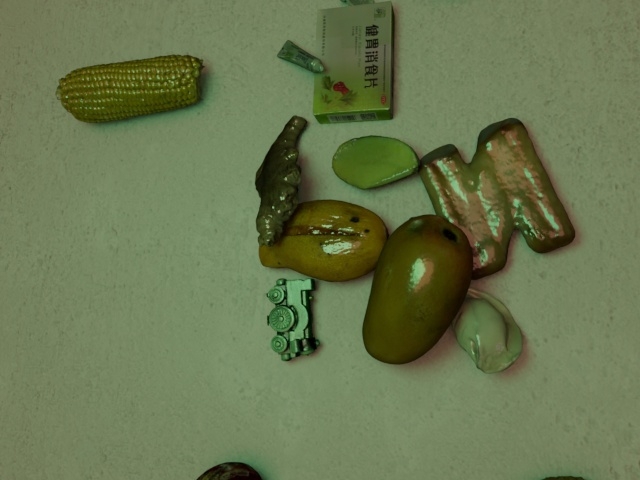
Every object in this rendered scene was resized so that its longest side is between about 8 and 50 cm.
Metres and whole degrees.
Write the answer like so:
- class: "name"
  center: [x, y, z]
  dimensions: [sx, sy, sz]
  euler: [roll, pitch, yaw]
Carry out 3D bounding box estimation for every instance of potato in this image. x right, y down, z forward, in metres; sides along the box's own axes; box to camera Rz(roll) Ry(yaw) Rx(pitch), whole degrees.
- class: "potato"
  center: [0.123, -0.167, 1.174]
  dimensions: [0.197, 0.054, 0.120]
  euler: [-6, 78, 25]

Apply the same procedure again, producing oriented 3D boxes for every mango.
- class: "mango"
  center: [0.000, -0.001, 1.155]
  dimensions: [0.294, 0.120, 0.177]
  euler: [1, 79, 15]
- class: "mango"
  center: [0.177, 0.104, 1.048]
  dimensions: [0.172, 0.211, 0.318]
  euler: [19, 105, -14]

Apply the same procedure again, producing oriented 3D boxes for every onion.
- class: "onion"
  center: [-0.187, 0.552, 1.122]
  dimensions: [0.173, 0.135, 0.198]
  euler: [-27, 114, -8]

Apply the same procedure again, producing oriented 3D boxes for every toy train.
- class: "toy train"
  center: [-0.057, 0.169, 1.170]
  dimensions: [0.104, 0.071, 0.178]
  euler: [-6, 80, 10]

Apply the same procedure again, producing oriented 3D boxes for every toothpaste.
- class: "toothpaste"
  center: [-0.046, -0.421, 1.246]
  dimensions: [0.048, 0.029, 0.197]
  euler: [-54, 44, 8]

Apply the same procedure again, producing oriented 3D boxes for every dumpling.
- class: "dumpling"
  center: [0.328, 0.163, 1.057]
  dimensions: [0.133, 0.169, 0.100]
  euler: [-5, 122, -14]

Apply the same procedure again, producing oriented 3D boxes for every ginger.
- class: "ginger"
  center: [-0.097, -0.133, 1.178]
  dimensions: [0.166, 0.080, 0.333]
  euler: [-36, 40, 31]

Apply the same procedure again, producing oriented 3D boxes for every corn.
- class: "corn"
  center: [-0.464, -0.371, 1.333]
  dimensions: [0.386, 0.144, 0.144]
  euler: [-2, 81, 11]

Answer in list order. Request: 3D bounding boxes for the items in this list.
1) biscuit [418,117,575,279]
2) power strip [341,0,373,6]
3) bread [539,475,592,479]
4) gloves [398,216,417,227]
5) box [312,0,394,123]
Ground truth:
- class: "biscuit"
  center: [0.352, -0.085, 1.106]
  dimensions: [0.236, 0.062, 0.291]
  euler: [-25, 74, 11]
- class: "power strip"
  center: [0.083, -0.565, 1.278]
  dimensions: [0.083, 0.035, 0.055]
  euler: [24, 88, 4]
- class: "bread"
  center: [0.446, 0.551, 0.939]
  dimensions: [0.227, 0.142, 0.254]
  euler: [-23, 79, 9]
- class: "gloves"
  center: [0.207, -0.020, 1.154]
  dimensions: [0.086, 0.026, 0.064]
  euler: [-28, 73, 14]
- class: "box"
  center: [0.077, -0.402, 1.232]
  dimensions: [0.175, 0.062, 0.261]
  euler: [-1, 80, 15]
